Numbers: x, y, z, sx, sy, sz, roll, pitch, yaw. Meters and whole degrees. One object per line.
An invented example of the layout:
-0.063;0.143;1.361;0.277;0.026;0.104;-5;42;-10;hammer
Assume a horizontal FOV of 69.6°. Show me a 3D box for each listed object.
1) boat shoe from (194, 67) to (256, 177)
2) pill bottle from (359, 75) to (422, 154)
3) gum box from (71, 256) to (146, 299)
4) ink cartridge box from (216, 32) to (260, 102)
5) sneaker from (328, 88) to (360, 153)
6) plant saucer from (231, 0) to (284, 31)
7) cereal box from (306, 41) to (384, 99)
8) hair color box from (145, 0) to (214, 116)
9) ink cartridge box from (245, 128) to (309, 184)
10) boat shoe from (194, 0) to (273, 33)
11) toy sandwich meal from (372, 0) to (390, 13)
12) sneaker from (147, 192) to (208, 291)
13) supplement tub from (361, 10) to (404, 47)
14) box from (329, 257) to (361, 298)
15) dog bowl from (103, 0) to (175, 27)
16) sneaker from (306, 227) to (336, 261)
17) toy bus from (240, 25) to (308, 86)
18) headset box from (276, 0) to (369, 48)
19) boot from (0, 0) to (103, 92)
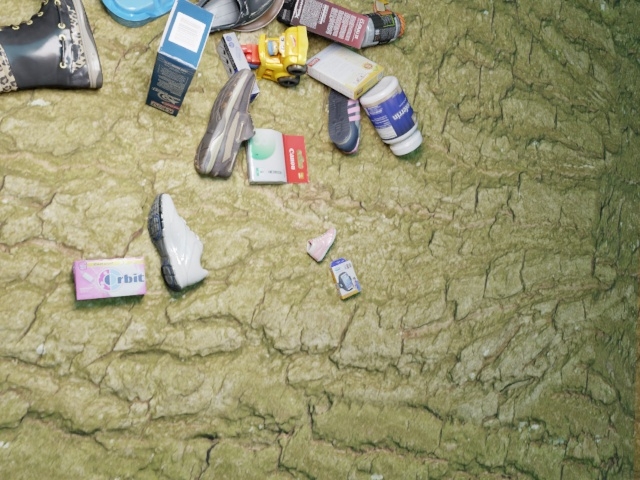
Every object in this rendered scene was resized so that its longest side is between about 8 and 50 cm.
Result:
-0.281;-0.365;1.468;0.130;0.132;0.355;20;99;-36;boat shoe
0.268;-0.456;1.707;0.153;0.153;0.264;-51;124;-21;pill bottle
-0.600;0.108;1.309;0.189;0.062;0.107;-3;84;-25;gum box
-0.274;-0.565;1.528;0.046;0.097;0.206;-25;94;-25;ink cartridge box
0.098;-0.466;1.702;0.131;0.112;0.318;38;54;-54;sneaker
-0.267;-0.866;1.535;0.311;0.050;0.310;-10;118;-19;plant saucer
0.084;-0.614;1.661;0.240;0.047;0.173;37;65;22;cereal box
-0.412;-0.507;1.318;0.105;0.347;0.173;19;75;-22;hair color box
-0.142;-0.286;1.579;0.225;0.056;0.180;-4;85;-23;ink cartridge box
-0.288;-0.755;1.486;0.340;0.113;0.127;-21;120;-11;boat shoe
0.248;-0.936;1.855;0.086;0.029;0.085;3;82;-24;toy sandwich meal
-0.432;0.001;1.394;0.129;0.111;0.296;-17;94;-41;sneaker
0.224;-0.819;1.782;0.191;0.117;0.116;-21;92;-25;supplement tub
0.086;0.132;1.643;0.081;0.028;0.136;-21;94;-25;box
-0.543;-0.778;1.446;0.297;0.074;0.165;-41;100;-23;dog bowl
0.000;0.000;1.606;0.070;0.051;0.134;36;74;-22;sneaker
-0.157;-0.619;1.529;0.212;0.220;0.149;2;87;-18;toy bus
0.017;-0.771;1.616;0.294;0.218;0.110;10;114;-23;headset box
-0.798;-0.590;1.274;0.284;0.138;0.376;-19;97;-26;boot
